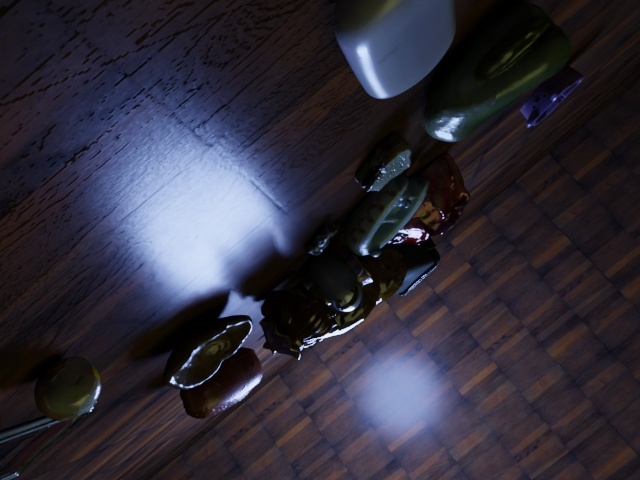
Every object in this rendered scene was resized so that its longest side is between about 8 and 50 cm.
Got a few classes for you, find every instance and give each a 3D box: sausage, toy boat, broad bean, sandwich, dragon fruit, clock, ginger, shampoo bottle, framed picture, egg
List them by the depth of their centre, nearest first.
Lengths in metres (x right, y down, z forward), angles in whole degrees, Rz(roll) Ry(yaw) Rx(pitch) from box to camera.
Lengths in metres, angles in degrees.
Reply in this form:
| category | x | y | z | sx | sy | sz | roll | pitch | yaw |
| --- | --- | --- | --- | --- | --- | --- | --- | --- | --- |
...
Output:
| category | x | y | z | sx | sy | sz | roll | pitch | yaw |
| --- | --- | --- | --- | --- | --- | --- | --- | --- | --- |
| shampoo bottle | 0.060 | -0.187 | 0.398 | 0.108 | 0.051 | 0.221 | -39 | 167 | 11 |
| egg | -0.304 | 0.180 | 0.598 | 0.071 | 0.071 | 0.083 | -25 | 164 | -46 |
| broad bean | 0.229 | -0.213 | 0.678 | 0.169 | 0.100 | 0.228 | -27 | 165 | -18 |
| framed picture | -0.487 | 0.331 | 0.723 | 0.216 | 0.016 | 0.273 | -42 | 166 | 11 |
| sandwich | 0.098 | -0.117 | 0.764 | 0.093 | 0.036 | 0.105 | -37 | 166 | -4 |
| toy boat | 0.130 | -0.043 | 0.972 | 0.134 | 0.079 | 0.208 | -6 | 143 | -50 |
| dragon fruit | 0.214 | -0.049 | 1.107 | 0.161 | 0.126 | 0.274 | -29 | 163 | -38 |
| clock | 0.538 | -0.340 | 1.180 | 0.110 | 0.050 | 0.153 | -29 | 163 | -36 |
| sausage | -0.229 | 0.333 | 1.187 | 0.133 | 0.133 | 0.258 | -45 | 164 | 24 |
| ginger | 0.046 | 0.144 | 1.266 | 0.357 | 0.153 | 0.274 | -28 | 175 | -41 |

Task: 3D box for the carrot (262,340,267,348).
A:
| category | x | y | z | sx | sy | sz | roll | pitch | yaw |
| --- | --- | --- | --- | --- | --- | --- | --- | --- | --- |
| carrot | -0.034 | 0.215 | 1.465 | 0.336 | 0.069 | 0.069 | -36 | 167 | 1 |

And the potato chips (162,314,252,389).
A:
| category | x | y | z | sx | sy | sz | roll | pitch | yaw |
| --- | --- | --- | --- | --- | --- | --- | --- | --- | --- |
| potato chips | -0.212 | 0.194 | 0.907 | 0.195 | 0.062 | 0.208 | -52 | 161 | 26 |

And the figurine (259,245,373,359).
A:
| category | x | y | z | sx | sy | sz | roll | pitch | yaw |
| --- | --- | --- | --- | --- | --- | --- | --- | --- | --- |
| figurine | -0.018 | 0.133 | 1.044 | 0.263 | 0.142 | 0.189 | -40 | -159 | -7 |

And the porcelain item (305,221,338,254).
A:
| category | x | y | z | sx | sy | sz | roll | pitch | yaw |
| --- | --- | --- | --- | --- | --- | --- | --- | --- | --- |
| porcelain item | 0.000 | 0.000 | 0.913 | 0.036 | 0.028 | 0.083 | -1 | 145 | -43 |

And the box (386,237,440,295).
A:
| category | x | y | z | sx | sy | sz | roll | pitch | yaw |
| --- | --- | --- | --- | --- | --- | --- | --- | --- | --- |
| box | 0.209 | 0.068 | 1.441 | 0.135 | 0.163 | 0.243 | -18 | 158 | -34 |
